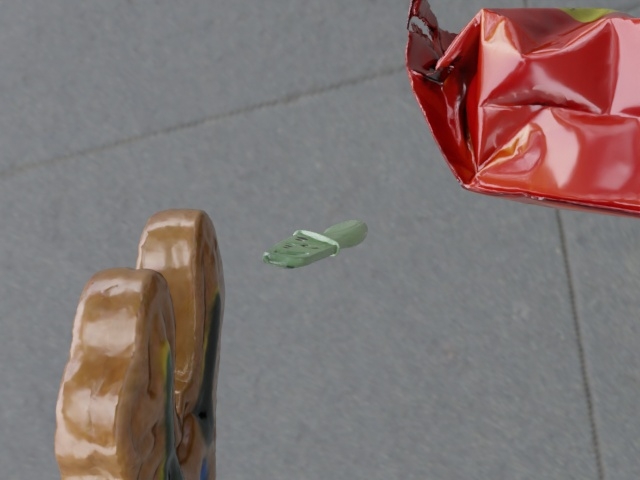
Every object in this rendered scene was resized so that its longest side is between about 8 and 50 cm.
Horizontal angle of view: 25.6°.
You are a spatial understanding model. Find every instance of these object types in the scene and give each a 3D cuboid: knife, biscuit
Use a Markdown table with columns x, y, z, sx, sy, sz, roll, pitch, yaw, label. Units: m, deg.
| x | y | z | sx | sy | sz | roll | pitch | yaw | label |
| --- | --- | --- | --- | --- | --- | --- | --- | --- | --- |
| 0.000 | 0.000 | 0.816 | 0.030 | 0.207 | 0.014 | 16 | 98 | 11 | knife |
| -0.081 | 0.157 | 0.678 | 0.047 | 0.202 | 0.334 | 7 | 104 | 7 | biscuit |

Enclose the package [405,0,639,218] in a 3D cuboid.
| x | y | z | sx | sy | sz | roll | pitch | yaw | label |
| --- | --- | --- | --- | --- | --- | --- | --- | --- | --- |
| 0.247 | -0.062 | 0.798 | 0.423 | 0.196 | 0.123 | 11 | 93 | 31 | package |
